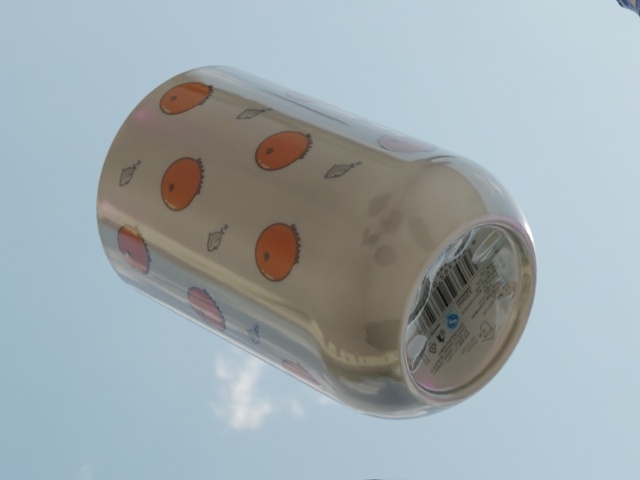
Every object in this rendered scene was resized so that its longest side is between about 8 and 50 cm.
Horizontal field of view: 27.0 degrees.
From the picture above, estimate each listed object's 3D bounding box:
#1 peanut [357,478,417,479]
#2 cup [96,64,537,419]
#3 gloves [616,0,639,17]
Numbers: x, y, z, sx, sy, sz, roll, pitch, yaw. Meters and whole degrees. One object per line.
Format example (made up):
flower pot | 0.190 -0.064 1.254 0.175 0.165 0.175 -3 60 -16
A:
peanut | 0.106 0.206 0.765 0.274 0.125 0.111 18 -106 3
cup | 0.000 0.000 1.036 0.317 0.212 0.212 25 -104 43
gloves | 0.182 -0.155 0.638 0.097 0.119 0.229 -19 -126 -36
